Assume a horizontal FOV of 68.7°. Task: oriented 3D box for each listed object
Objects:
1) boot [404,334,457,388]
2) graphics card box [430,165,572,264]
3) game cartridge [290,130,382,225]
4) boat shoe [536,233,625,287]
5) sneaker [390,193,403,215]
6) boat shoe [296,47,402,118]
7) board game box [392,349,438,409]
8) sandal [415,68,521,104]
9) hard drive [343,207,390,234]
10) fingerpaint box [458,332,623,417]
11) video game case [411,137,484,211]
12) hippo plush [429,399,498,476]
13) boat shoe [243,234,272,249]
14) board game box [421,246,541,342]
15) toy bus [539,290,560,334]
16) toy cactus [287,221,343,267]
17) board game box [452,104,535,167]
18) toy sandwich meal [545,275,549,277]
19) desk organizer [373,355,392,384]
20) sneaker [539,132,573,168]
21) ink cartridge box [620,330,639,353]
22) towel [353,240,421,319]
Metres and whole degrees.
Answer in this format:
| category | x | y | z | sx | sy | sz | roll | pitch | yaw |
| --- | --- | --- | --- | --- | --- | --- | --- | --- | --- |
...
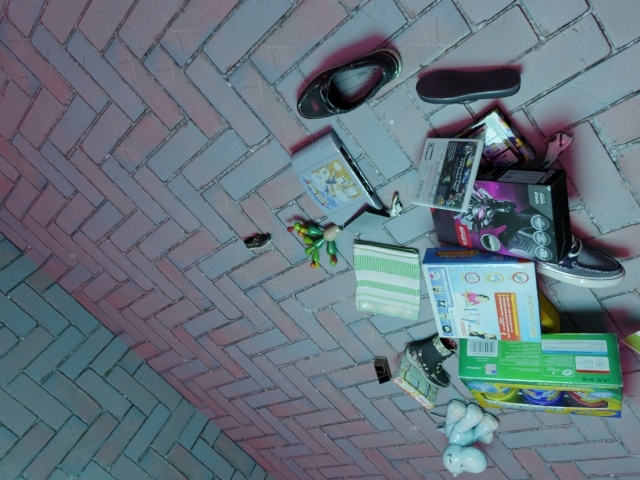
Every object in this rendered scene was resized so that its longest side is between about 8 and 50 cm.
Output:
| category | x | y | z | sx | sy | sz | roll | pitch | yaw |
| --- | --- | --- | --- | --- | --- | --- | --- | --- | --- |
| boot | 0.462 | 0.466 | 1.804 | 0.236 | 0.085 | 0.179 | 44 | 129 | -10 |
| graphics card box | 0.467 | -0.082 | 1.268 | 0.371 | 0.094 | 0.232 | 14 | 132 | 47 |
| game cartridge | 0.043 | -0.187 | 1.513 | 0.198 | 0.062 | 0.297 | -24 | 113 | 33 |
| boat shoe | 0.674 | 0.016 | 1.312 | 0.341 | 0.127 | 0.158 | 13 | 132 | 22 |
| sneaker | 0.246 | -0.113 | 1.492 | 0.037 | 0.031 | 0.083 | 7 | 135 | 6 |
| boat shoe | 0.057 | -0.410 | 1.287 | 0.340 | 0.113 | 0.127 | -11 | 120 | 32 |
| board game box | 0.385 | 0.550 | 1.864 | 0.193 | 0.146 | 0.045 | 41 | 132 | -8 |
| sandal | 0.368 | -0.377 | 1.187 | 0.255 | 0.097 | 0.054 | 6 | 154 | 22 |
| hard drive | 0.150 | -0.063 | 1.534 | 0.094 | 0.022 | 0.135 | 12 | 151 | -27 |
| fingerpaint box | 0.714 | 0.441 | 1.525 | 0.445 | 0.163 | 0.371 | -5 | 147 | 28 |
| video game case | 0.337 | -0.179 | 1.257 | 0.173 | 0.022 | 0.190 | 16 | 93 | 49 |
| hippo plush | 0.572 | 0.818 | 1.923 | 0.295 | 0.236 | 0.234 | -7 | 122 | 30 |
| boat shoe | -0.242 | 0.003 | 1.798 | 0.133 | 0.048 | 0.042 | -13 | 127 | 38 |
| board game box | 0.486 | 0.161 | 1.400 | 0.302 | 0.086 | 0.308 | -2 | 125 | 27 |
| toy bus | 0.608 | 0.174 | 1.486 | 0.332 | 0.108 | 0.130 | 47 | 131 | -14 |
| toy cactus | 0.000 | 0.000 | 1.658 | 0.181 | 0.112 | 0.219 | -37 | 96 | 30 |
| board game box | 0.465 | -0.253 | 1.261 | 0.170 | 0.048 | 0.141 | 45 | 133 | -12 |
| toy sandwich meal | 0.710 | 0.080 | 1.421 | 0.086 | 0.029 | 0.085 | 16 | 135 | 17 |
| desk organizer | 0.264 | 0.554 | 1.988 | 0.047 | 0.050 | 0.130 | -1 | 125 | 26 |
| sneaker | 0.606 | -0.234 | 1.221 | 0.044 | 0.040 | 0.109 | 40 | 131 | 14 |
| ink cartridge box | 1.039 | 0.249 | 1.350 | 0.189 | 0.097 | 0.255 | 33 | 134 | -2 |
| towel | 0.237 | 0.151 | 1.695 | 0.248 | 0.038 | 0.324 | 8 | 128 | 19 |
